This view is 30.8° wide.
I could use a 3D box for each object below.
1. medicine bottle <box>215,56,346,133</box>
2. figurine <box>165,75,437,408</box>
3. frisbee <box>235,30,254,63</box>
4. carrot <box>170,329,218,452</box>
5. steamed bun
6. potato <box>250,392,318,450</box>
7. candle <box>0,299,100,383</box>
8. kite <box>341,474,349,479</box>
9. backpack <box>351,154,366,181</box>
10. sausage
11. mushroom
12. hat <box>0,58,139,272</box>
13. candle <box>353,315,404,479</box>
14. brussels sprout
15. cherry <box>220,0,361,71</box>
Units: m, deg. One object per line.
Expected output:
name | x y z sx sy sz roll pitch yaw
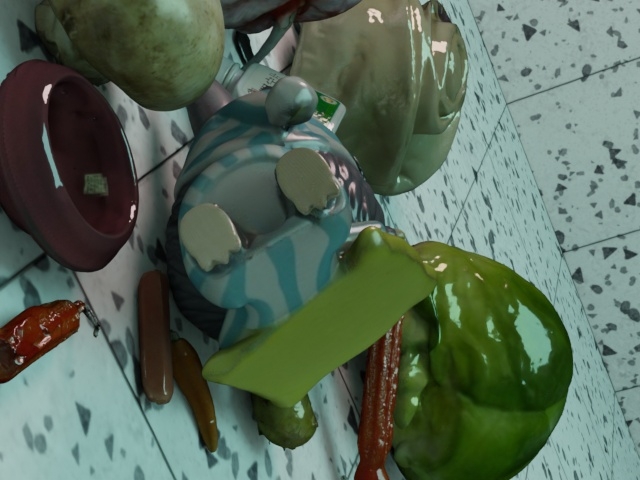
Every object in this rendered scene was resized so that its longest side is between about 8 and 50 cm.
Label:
medicine bottle | -0.066 -0.168 1.461 0.183 0.069 0.119 25 35 1
figurine | -0.091 -0.056 1.235 0.377 0.266 0.361 54 -6 29
frisbee | -0.069 -0.200 1.705 0.187 0.012 0.211 17 56 -66
carrot | -0.132 0.157 1.222 0.035 0.035 0.142 -57 131 -64
steamed bun | 0.117 -0.270 1.897 0.368 0.255 0.342 43 37 -50
potato | -0.047 0.176 1.353 0.091 0.070 0.138 94 -15 -55
candle | -0.234 0.078 1.002 0.162 0.048 0.053 -43 143 -69
kite | 0.078 0.371 1.536 0.152 0.005 0.137 55 12 17
backpack | 0.000 0.000 1.534 0.207 0.140 0.253 -71 145 -57
sausage | -0.167 0.095 1.179 0.030 0.035 0.147 101 -17 -60
mushroom | -0.197 -0.247 1.176 0.255 0.184 0.255 47 32 -42
hat | -0.241 -0.064 1.048 0.205 0.089 0.205 -14 90 -73
candle | 0.077 0.187 1.515 0.048 0.051 0.329 10 84 -45
brussels sprout | 0.201 0.179 1.703 0.371 0.315 0.276 68 -19 0
cherry | -0.074 -0.426 1.510 0.326 0.291 0.335 -44 104 -36
